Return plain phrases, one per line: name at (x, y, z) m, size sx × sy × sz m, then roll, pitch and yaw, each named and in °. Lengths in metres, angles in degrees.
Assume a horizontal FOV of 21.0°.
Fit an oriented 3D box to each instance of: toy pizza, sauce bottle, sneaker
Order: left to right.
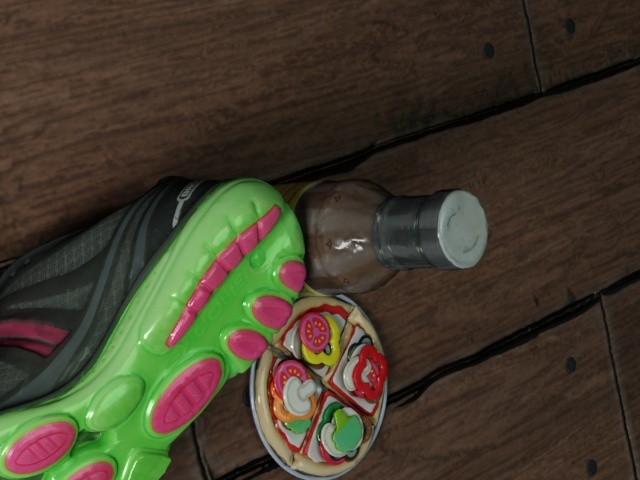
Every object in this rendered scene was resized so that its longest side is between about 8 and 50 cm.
sneaker at (-0.219, 0.124, 1.486) m, size 0.483 × 0.202 × 0.185 m, roll -42°, pitch 126°, yaw -19°
sauce bottle at (0.000, 0.000, 1.585) m, size 0.111 × 0.344 × 0.111 m, roll 1°, pitch 88°, yaw -46°
toy pizza at (0.006, 0.150, 1.798) m, size 0.201 × 0.032 × 0.201 m, roll 4°, pitch 84°, yaw -45°
